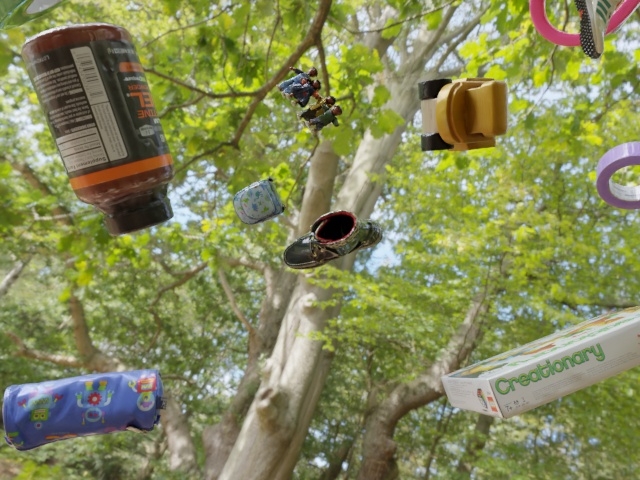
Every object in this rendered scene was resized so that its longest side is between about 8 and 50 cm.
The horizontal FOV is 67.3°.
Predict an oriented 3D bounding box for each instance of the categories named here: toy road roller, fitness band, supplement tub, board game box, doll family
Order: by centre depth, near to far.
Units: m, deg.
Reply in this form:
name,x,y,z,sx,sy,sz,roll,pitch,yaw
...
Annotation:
name,x,y,z,sx,sy,sz,roll,pitch,yaw
supplement tub,-0.215,-0.108,0.493,0.106,0.106,0.198,-4,-72,37
board game box,0.338,0.160,0.660,0.305,0.053,0.193,-19,-13,-8
fitness band,0.567,-0.546,0.984,0.209,0.054,0.291,40,-55,15
doll family,-0.020,-0.349,1.170,0.193,0.111,0.076,55,-6,-4
toy road roller,0.442,-0.356,1.346,0.240,0.329,0.202,10,-71,52

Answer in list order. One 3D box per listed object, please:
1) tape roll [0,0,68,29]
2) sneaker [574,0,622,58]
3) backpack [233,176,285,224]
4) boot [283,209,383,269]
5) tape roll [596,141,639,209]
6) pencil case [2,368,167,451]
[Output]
name,x,y,z,sx,sy,sz,roll,pitch,yaw
tape roll,-0.403,-0.460,0.768,0.321,0.321,0.077,-7,-52,40
sneaker,0.526,-0.423,0.895,0.075,0.161,0.057,-7,-7,11
backpack,-0.164,-0.095,1.233,0.114,0.084,0.105,-24,-89,12
boot,0.000,-0.002,1.013,0.236,0.085,0.178,-18,-12,18
tape roll,0.920,-0.189,1.415,0.189,0.080,0.189,17,-44,17
pencil case,-0.473,0.344,0.982,0.306,0.133,0.119,-2,-33,-18
